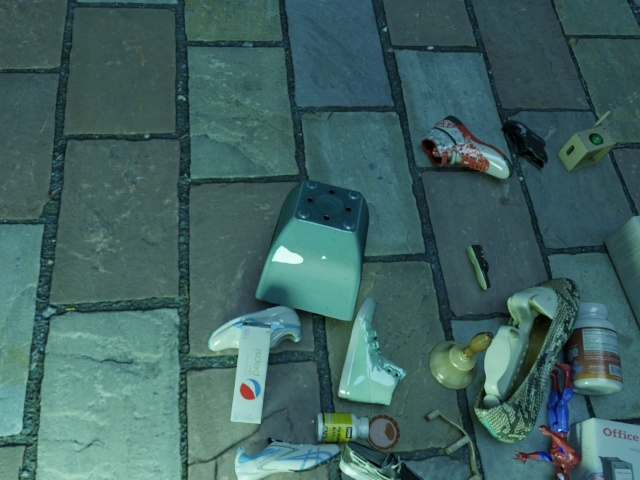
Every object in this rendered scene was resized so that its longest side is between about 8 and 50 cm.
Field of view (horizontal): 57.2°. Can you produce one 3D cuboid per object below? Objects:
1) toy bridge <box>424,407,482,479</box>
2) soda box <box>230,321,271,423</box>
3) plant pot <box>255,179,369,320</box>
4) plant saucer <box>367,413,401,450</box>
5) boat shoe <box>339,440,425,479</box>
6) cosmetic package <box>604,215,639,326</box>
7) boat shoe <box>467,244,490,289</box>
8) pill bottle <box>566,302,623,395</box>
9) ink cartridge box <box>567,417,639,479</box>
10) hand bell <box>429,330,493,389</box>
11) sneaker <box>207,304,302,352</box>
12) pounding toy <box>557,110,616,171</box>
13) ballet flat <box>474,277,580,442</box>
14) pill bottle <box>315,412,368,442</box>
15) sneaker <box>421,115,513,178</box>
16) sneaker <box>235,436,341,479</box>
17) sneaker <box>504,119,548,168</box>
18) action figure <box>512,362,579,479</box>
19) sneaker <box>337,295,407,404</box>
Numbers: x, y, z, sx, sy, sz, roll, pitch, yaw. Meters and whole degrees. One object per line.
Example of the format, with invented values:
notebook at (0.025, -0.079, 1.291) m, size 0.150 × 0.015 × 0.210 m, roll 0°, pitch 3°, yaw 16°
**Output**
toy bridge at (0.324, 0.481, 1.382) m, size 0.063 × 0.026 × 0.188 m, roll -25°, pitch 70°, yaw -20°
soda box at (-0.157, 0.298, 1.334) m, size 0.069 × 0.074 × 0.216 m, roll 7°, pitch 88°, yaw -6°
plant pot at (0.000, 0.000, 1.418) m, size 0.248 × 0.252 × 0.247 m, roll 14°, pitch 45°, yaw -1°
plant saucer at (0.147, 0.452, 1.379) m, size 0.083 × 0.013 × 0.083 m, roll 3°, pitch 63°, yaw -6°
boat shoe at (0.150, 0.508, 1.288) m, size 0.219 × 0.070 × 0.078 m, roll 18°, pitch 18°, yaw 13°
cosmetic package at (0.951, 0.120, 1.581) m, size 0.197 × 0.155 × 0.365 m, roll -6°, pitch 63°, yaw -12°
boat shoe at (0.438, 0.070, 1.591) m, size 0.042 × 0.049 × 0.133 m, roll -10°, pitch 61°, yaw -4°
pill bottle at (0.688, 0.274, 1.485) m, size 0.121 × 0.121 × 0.216 m, roll 9°, pitch 62°, yaw -3°
ink cartridge box at (0.696, 0.580, 1.328) m, size 0.226 × 0.131 × 0.306 m, roll 11°, pitch 64°, yaw -3°
hand bell at (0.351, 0.262, 1.375) m, size 0.126 × 0.242 × 0.126 m, roll 3°, pitch 64°, yaw -7°
sneaker at (-0.156, 0.227, 1.409) m, size 0.228 × 0.087 × 0.092 m, roll -16°, pitch 68°, yaw -13°
pounding toy at (0.814, -0.300, 1.778) m, size 0.130 × 0.141 × 0.100 m, roll -16°, pitch 67°, yaw -15°
ballet flat at (0.502, 0.245, 1.432) m, size 0.182 × 0.164 × 0.483 m, roll 44°, pitch 62°, yaw -24°
pill bottle at (0.049, 0.430, 1.347) m, size 0.116 × 0.065 × 0.065 m, roll 3°, pitch 63°, yaw -7°
sneaker at (0.422, -0.243, 1.725) m, size 0.145 × 0.090 × 0.270 m, roll -38°, pitch 71°, yaw -22°
sneaker at (-0.071, 0.474, 1.298) m, size 0.237 × 0.085 × 0.086 m, roll -5°, pitch 69°, yaw -12°
sneaker at (0.628, -0.297, 1.801) m, size 0.170 × 0.051 × 0.089 m, roll 35°, pitch 59°, yaw 6°
action figure at (0.538, 0.434, 1.402) m, size 0.139 × 0.091 × 0.280 m, roll 10°, pitch 61°, yaw -10°
sneaker at (0.140, 0.270, 1.422) m, size 0.151 × 0.094 × 0.256 m, roll 12°, pitch 72°, yaw 5°
